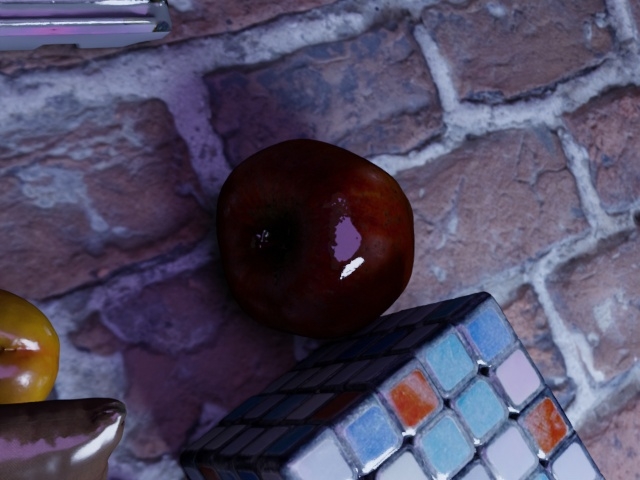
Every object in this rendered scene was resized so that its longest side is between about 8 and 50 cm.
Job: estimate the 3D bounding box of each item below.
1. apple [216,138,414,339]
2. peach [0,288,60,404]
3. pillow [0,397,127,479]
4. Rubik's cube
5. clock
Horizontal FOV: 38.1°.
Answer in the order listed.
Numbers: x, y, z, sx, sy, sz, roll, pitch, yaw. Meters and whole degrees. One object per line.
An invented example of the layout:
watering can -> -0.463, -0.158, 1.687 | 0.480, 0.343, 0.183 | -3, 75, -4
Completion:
apple -> 0.000, 0.002, 1.029 | 0.234, 0.234, 0.234 | 7, 76, -26
peach -> -0.313, 0.112, 0.882 | 0.138, 0.138, 0.138 | 7, 76, -26
pillow -> -0.339, 0.245, 0.764 | 0.305, 0.307, 0.108 | 1, 40, -30
Rubik's cube -> 0.077, 0.256, 0.961 | 0.292, 0.293, 0.287 | -35, 96, -31
clock -> -0.294, -0.306, 1.012 | 0.253, 0.083, 0.186 | -8, 83, -29
